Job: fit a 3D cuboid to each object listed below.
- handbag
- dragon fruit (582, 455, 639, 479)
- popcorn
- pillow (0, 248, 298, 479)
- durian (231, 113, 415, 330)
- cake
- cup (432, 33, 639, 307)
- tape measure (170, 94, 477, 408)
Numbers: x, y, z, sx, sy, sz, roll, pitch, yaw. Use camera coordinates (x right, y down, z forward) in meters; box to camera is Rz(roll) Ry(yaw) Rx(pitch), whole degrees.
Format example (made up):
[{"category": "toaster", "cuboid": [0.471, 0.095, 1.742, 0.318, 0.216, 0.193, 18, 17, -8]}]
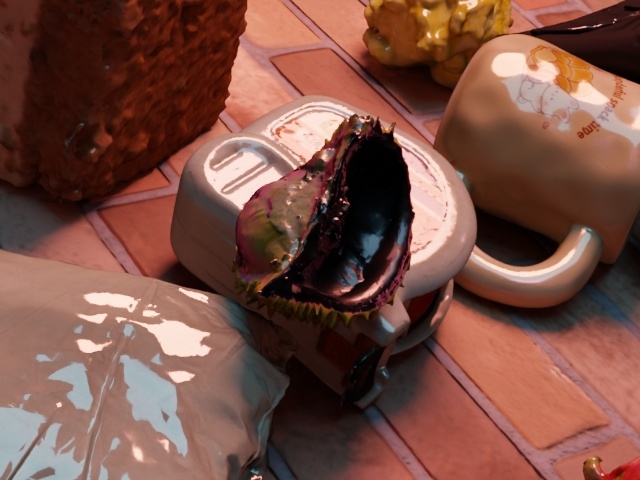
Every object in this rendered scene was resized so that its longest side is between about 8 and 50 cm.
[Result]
[{"category": "handbag", "cuboid": [0.348, -0.211, 1.470, 0.275, 0.088, 0.244, -23, 21, -37]}, {"category": "dragon fruit", "cuboid": [0.258, 0.201, 0.979, 0.172, 0.160, 0.167, -15, 87, -29]}, {"category": "popcorn", "cuboid": [0.131, -0.243, 1.519, 0.173, 0.142, 0.173, 17, 17, -5]}, {"category": "pillow", "cuboid": [-0.181, 0.124, 0.940, 0.310, 0.138, 0.283, 15, 37, -4]}, {"category": "durian", "cuboid": [-0.003, 0.000, 1.042, 0.108, 0.119, 0.187, -5, 49, 45]}, {"category": "cake", "cuboid": [-0.237, -0.217, 1.272, 0.290, 0.256, 0.282, 32, 38, 16]}, {"category": "cup", "cuboid": [0.206, -0.055, 1.328, 0.202, 0.255, 0.173, 25, -5, 12]}, {"category": "tape measure", "cuboid": [0.010, 0.001, 1.179, 0.243, 0.125, 0.246, 39, 46, 19]}]
